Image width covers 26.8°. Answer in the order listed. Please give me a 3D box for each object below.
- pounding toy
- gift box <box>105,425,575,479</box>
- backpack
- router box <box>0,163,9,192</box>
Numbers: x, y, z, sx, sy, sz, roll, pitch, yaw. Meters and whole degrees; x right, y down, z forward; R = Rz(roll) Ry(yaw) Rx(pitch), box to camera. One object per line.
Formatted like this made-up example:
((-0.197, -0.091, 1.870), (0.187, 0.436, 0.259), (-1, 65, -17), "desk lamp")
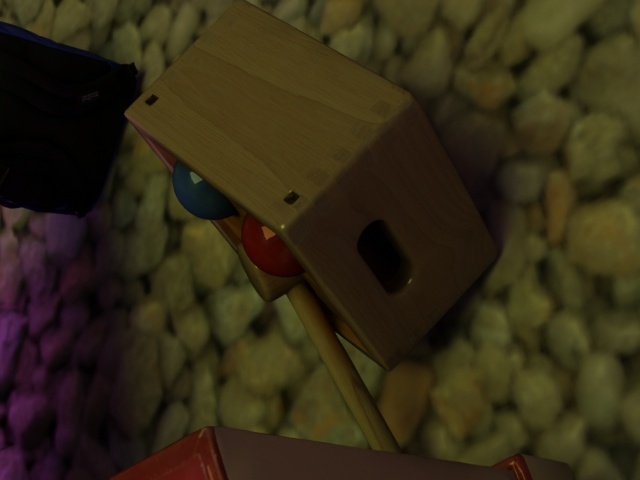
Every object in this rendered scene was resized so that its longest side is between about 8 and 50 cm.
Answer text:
((0.000, 0.000, 0.559), (0.100, 0.141, 0.130), (-46, 49, -10), "pounding toy")
((-0.026, 0.211, 0.441), (0.276, 0.258, 0.255), (-28, 64, 27), "gift box")
((-0.181, -0.070, 0.734), (0.101, 0.120, 0.097), (19, 95, 43), "backpack")
((-0.270, 0.121, 0.675), (0.309, 0.081, 0.243), (-55, 15, 40), "router box")
